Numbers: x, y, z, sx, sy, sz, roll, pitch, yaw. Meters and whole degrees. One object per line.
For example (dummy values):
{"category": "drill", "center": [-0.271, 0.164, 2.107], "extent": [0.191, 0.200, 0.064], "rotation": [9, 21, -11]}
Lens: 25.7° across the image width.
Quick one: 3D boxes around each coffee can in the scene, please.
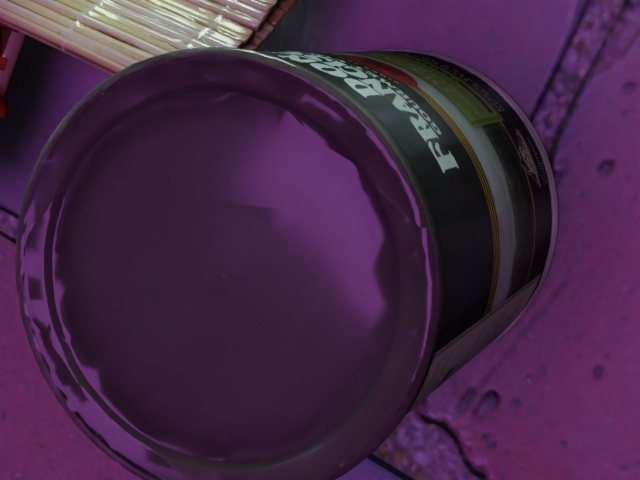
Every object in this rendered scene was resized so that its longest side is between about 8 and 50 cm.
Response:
{"category": "coffee can", "center": [0.000, 0.000, 0.734], "extent": [0.202, 0.275, 0.201], "rotation": [3, 98, 20]}

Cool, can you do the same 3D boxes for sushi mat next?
{"category": "sushi mat", "center": [-0.156, -0.189, 0.842], "extent": [0.316, 0.019, 0.151], "rotation": [26, 64, 22]}

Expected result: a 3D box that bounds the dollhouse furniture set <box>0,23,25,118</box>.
{"category": "dollhouse furniture set", "center": [-0.321, -0.133, 0.861], "extent": [0.259, 0.262, 0.135], "rotation": [14, 118, -21]}
